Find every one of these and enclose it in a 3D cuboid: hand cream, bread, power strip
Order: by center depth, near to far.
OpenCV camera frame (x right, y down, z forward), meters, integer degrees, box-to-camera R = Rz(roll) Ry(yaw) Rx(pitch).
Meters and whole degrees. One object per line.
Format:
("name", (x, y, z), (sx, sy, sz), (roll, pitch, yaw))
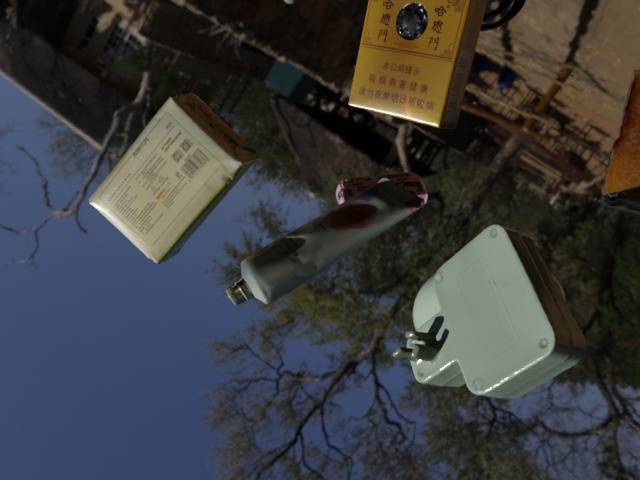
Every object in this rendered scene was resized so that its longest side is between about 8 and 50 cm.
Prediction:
("power strip", (0.233, 0.130, 0.924), (0.141, 0.261, 0.230), (15, -135, -32))
("hand cream", (0.000, 0.000, 0.949), (0.124, 0.340, 0.078), (39, 158, 53))
("bread", (0.834, -0.199, 1.329), (0.333, 0.324, 0.143), (14, -175, 24))

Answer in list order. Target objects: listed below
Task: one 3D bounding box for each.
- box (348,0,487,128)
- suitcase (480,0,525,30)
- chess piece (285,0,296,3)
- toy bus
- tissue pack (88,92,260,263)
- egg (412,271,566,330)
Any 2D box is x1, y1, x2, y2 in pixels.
("box", (0.235, -0.496, 1.398), (0.264, 0.416, 0.115), (23, -160, 31))
("suitcase", (0.396, -0.702, 1.509), (0.194, 0.351, 0.339), (-6, -100, -61))
("chess piece", (0.002, -0.549, 1.091), (0.139, 0.272, 0.139), (26, 170, 5))
("toy bus", (0.137, -0.103, 1.349), (0.203, 0.063, 0.090), (-7, -127, -10))
("tissue pack", (-0.236, -0.104, 0.980), (0.159, 0.234, 0.125), (42, -163, -4))
("egg", (0.347, 0.148, 1.255), (0.230, 0.230, 0.371), (26, 156, -24))
